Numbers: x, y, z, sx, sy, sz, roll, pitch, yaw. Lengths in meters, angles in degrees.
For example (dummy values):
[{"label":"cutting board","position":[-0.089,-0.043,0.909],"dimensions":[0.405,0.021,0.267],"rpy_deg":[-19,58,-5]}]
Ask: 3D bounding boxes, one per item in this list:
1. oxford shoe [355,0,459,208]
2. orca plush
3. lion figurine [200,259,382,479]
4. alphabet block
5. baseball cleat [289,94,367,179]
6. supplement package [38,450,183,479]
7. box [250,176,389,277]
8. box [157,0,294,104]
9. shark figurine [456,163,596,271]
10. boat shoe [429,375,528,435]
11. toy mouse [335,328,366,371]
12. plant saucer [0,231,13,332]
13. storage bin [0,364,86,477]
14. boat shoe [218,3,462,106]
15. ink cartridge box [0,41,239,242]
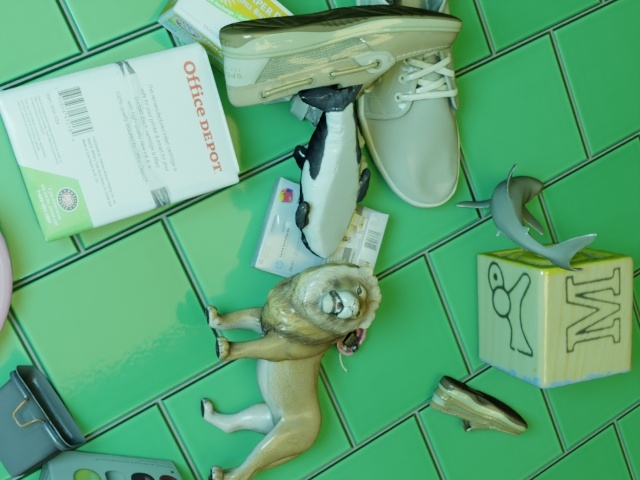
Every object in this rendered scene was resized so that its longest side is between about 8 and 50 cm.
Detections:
[{"label":"oxford shoe","position":[0.144,-0.266,1.232],"dimensions":[0.169,0.130,0.449],"rpy_deg":[-13,103,-22]},{"label":"orca plush","position":[-0.014,-0.105,1.120],"dimensions":[0.151,0.102,0.287],"rpy_deg":[-44,149,-23]},{"label":"lion figurine","position":[-0.050,0.207,1.198],"dimensions":[0.240,0.142,0.392],"rpy_deg":[-2,120,-21]},{"label":"alphabet block","position":[0.394,0.119,1.353],"dimensions":[0.193,0.192,0.197],"rpy_deg":[-7,100,-23]},{"label":"baseball cleat","position":[0.011,-0.178,1.229],"dimensions":[0.109,0.072,0.206],"rpy_deg":[-11,97,-7]},{"label":"supplement package","position":[-0.289,0.400,1.097],"dimensions":[0.194,0.203,0.149],"rpy_deg":[12,92,-24]},{"label":"box","position":[0.000,0.000,1.236],"dimensions":[0.186,0.038,0.145],"rpy_deg":[18,83,-18]},{"label":"box","position":[-0.112,-0.296,1.128],"dimensions":[0.203,0.114,0.103],"rpy_deg":[36,82,-21]},{"label":"shark figurine","position":[0.321,-0.058,1.275],"dimensions":[0.166,0.278,0.116],"rpy_deg":[3,121,-5]},{"label":"boat shoe","position":[0.274,0.305,1.401],"dimensions":[0.190,0.068,0.072],"rpy_deg":[29,98,-13]},{"label":"toy mouse","position":[0.032,0.126,1.286],"dimensions":[0.143,0.031,0.161],"rpy_deg":[-31,104,-16]},{"label":"plant saucer","position":[-0.546,0.067,0.958],"dimensions":[0.332,0.084,0.332],"rpy_deg":[-25,127,-39]},{"label":"storage bin","position":[-0.401,0.250,1.077],"dimensions":[0.091,0.098,0.135],"rpy_deg":[-38,81,-4]},{"label":"boat shoe","position":[0.032,-0.251,1.078],"dimensions":[0.341,0.121,0.110],"rpy_deg":[-11,116,-17]},{"label":"ink cartridge box","position":[-0.272,-0.137,1.082],"dimensions":[0.273,0.115,0.198],"rpy_deg":[-19,104,-19]}]
